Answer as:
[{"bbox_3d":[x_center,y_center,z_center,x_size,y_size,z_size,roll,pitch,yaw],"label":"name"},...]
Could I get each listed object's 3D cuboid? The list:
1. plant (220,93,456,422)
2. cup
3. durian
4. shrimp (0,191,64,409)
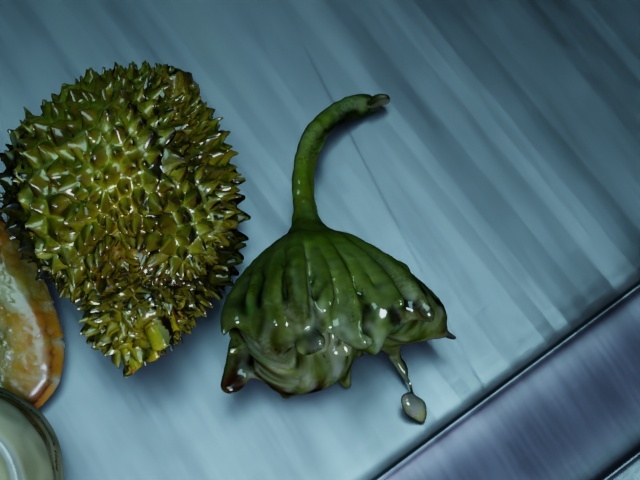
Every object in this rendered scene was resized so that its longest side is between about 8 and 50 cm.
[{"bbox_3d":[-0.015,0.015,1.724,0.251,0.180,0.333,2,49,-28],"label":"plant"},{"bbox_3d":[-0.328,0.263,1.579,0.173,0.202,0.255,-4,88,-3],"label":"cup"},{"bbox_3d":[-0.186,-0.028,1.664,0.258,0.258,0.293,-21,102,-8],"label":"durian"},{"bbox_3d":[-0.339,0.063,1.724,0.150,0.068,0.249,-7,78,0],"label":"shrimp"}]
